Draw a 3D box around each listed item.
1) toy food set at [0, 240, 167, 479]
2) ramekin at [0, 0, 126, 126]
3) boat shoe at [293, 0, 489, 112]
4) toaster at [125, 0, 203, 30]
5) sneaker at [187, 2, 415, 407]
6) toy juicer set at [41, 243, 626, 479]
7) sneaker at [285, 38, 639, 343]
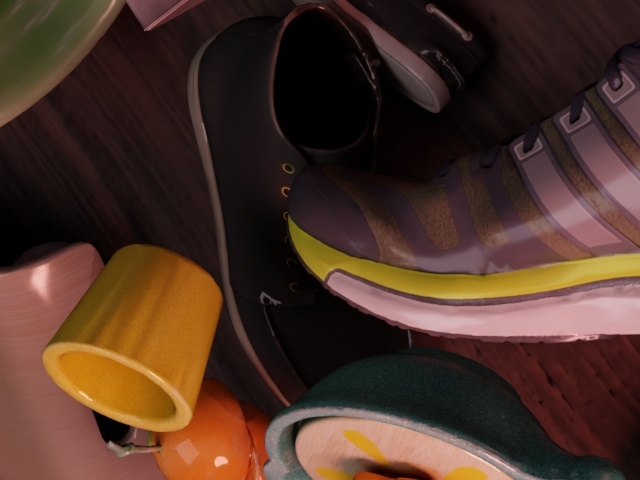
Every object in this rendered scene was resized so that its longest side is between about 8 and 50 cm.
[{"bbox_3d":[-0.228,0.056,1.057,0.306,0.092,0.220,20,137,42],"label":"toy food set"},{"bbox_3d":[-0.234,-0.196,0.747,0.148,0.303,0.303,41,137,36],"label":"ramekin"},{"bbox_3d":[0.024,-0.108,0.708,0.125,0.038,0.046,42,168,29],"label":"boat shoe"},{"bbox_3d":[-0.042,-0.200,0.632,0.110,0.185,0.168,-24,100,54],"label":"toaster"},{"bbox_3d":[0.000,0.000,0.732,0.222,0.083,0.118,70,163,-6],"label":"sneaker"},{"bbox_3d":[0.048,0.119,0.680,0.329,0.089,0.209,14,149,16],"label":"toy juicer set"},{"bbox_3d":[0.120,-0.025,0.592,0.299,0.111,0.121,2,97,30],"label":"sneaker"}]
